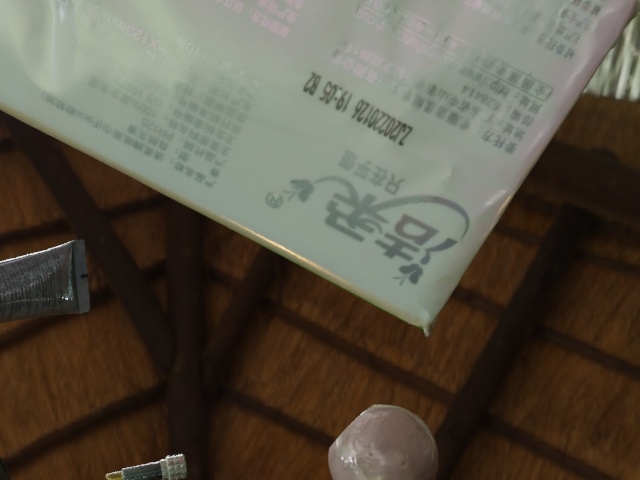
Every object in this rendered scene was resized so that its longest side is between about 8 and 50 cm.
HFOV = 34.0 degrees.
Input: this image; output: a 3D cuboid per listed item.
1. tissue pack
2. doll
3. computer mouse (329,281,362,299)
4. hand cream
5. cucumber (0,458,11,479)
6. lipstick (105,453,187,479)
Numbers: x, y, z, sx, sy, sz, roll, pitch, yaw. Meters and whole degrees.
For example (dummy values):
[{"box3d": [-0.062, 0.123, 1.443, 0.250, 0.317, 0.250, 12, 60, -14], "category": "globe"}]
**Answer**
[{"box3d": [-0.015, -0.180, 0.743, 0.404, 0.332, 0.205, 27, -155, -4], "category": "tissue pack"}, {"box3d": [0.138, 0.343, 1.343, 0.287, 0.151, 0.151, 47, -140, 15], "category": "doll"}, {"box3d": [0.000, 0.000, 1.043, 0.126, 0.056, 0.245, 41, 179, -33], "category": "computer mouse"}, {"box3d": [-0.360, 0.062, 1.177, 0.058, 0.091, 0.271, -1, -173, 32], "category": "hand cream"}, {"box3d": [-0.239, 0.185, 0.560, 0.191, 0.191, 0.130, 24, -149, 33], "category": "cucumber"}, {"box3d": [-0.255, 0.341, 1.533, 0.116, 0.037, 0.037, -9, -151, -16], "category": "lipstick"}]
